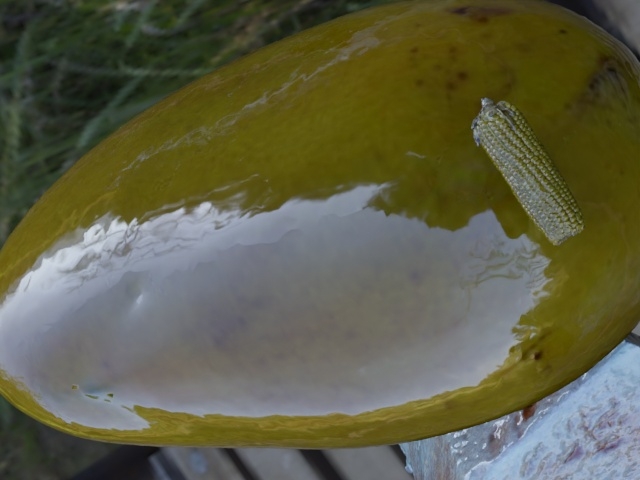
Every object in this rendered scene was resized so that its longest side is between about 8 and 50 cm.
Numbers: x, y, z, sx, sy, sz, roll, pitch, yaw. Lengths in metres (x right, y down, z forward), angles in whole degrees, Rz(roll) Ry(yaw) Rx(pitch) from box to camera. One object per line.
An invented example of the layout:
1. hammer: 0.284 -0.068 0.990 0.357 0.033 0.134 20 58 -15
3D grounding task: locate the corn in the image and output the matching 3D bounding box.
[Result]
1. corn: 0.101 -0.035 0.807 0.028 0.027 0.083 -35 79 24

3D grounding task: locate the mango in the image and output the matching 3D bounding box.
1. mango: 0.000 0.000 0.991 0.445 0.300 0.232 -18 124 14

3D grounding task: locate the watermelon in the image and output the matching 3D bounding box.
1. watermelon: 0.176 0.171 1.186 0.320 0.213 0.289 43 148 13
